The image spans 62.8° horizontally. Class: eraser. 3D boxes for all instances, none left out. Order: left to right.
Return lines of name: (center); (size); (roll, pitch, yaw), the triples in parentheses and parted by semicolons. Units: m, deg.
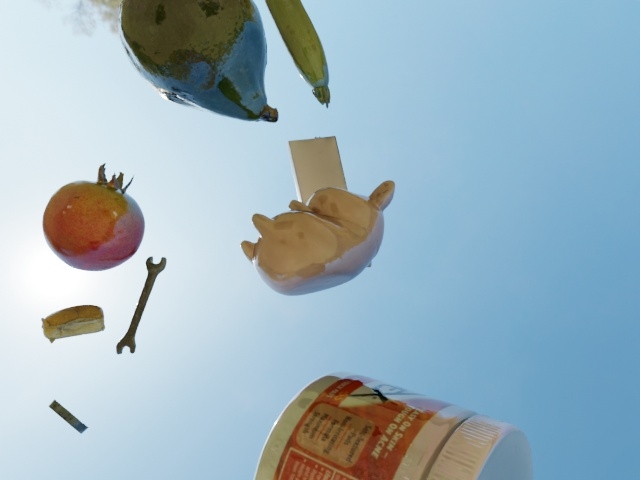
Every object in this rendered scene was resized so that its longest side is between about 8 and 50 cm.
eraser: (-0.004, -0.132, 1.047); (0.104, 0.023, 0.150); (-10, -99, -19)

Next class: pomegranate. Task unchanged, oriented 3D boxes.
pomegranate: (-0.522, -0.055, 1.221); (0.221, 0.221, 0.257); (14, -98, 30)

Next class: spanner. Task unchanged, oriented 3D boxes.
spanner: (-0.434, 0.156, 1.269); (0.054, 0.015, 0.254); (16, -98, 9)

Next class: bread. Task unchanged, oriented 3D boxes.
bread: (-0.455, 0.149, 0.967); (0.106, 0.053, 0.072); (-5, -172, -23)

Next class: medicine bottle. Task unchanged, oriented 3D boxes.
medicine bottle: (0.084, 0.300, 0.603); (0.241, 0.252, 0.252); (9, -125, 39)

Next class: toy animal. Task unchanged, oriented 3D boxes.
toy animal: (0.008, -0.002, 0.830); (0.250, 0.166, 0.154); (-28, -108, -40)

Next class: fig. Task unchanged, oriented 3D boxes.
fig: (-0.152, -0.255, 0.719); (0.195, 0.195, 0.245); (-35, -88, -9)

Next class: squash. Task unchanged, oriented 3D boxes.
squash: (-0.046, -0.479, 1.255); (0.094, 0.341, 0.094); (-24, -177, 2)

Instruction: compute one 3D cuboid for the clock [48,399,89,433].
clock: (-0.472, 0.330, 0.981); (0.085, 0.085, 0.017); (18, -126, 32)
